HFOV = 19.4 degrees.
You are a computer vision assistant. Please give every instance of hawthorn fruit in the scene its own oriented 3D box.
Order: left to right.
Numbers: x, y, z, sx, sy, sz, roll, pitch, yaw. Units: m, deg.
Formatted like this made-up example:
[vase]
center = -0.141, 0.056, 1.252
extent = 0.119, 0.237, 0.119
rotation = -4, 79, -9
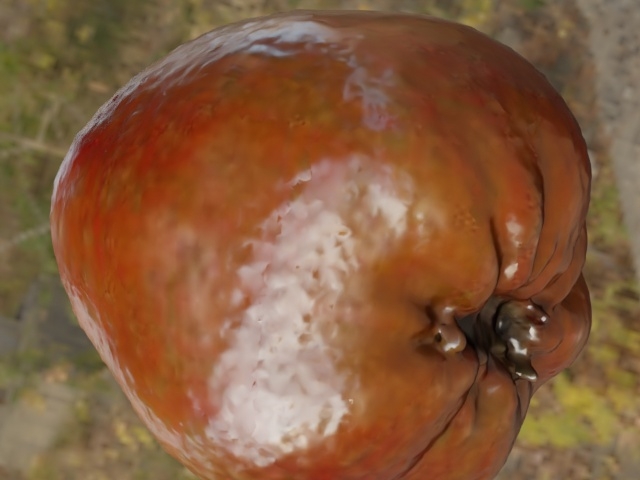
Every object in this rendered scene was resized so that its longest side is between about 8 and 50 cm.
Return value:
[hawthorn fruit]
center = 0.000, 0.000, 0.483
extent = 0.138, 0.133, 0.132
rotation = 23, 98, 36
